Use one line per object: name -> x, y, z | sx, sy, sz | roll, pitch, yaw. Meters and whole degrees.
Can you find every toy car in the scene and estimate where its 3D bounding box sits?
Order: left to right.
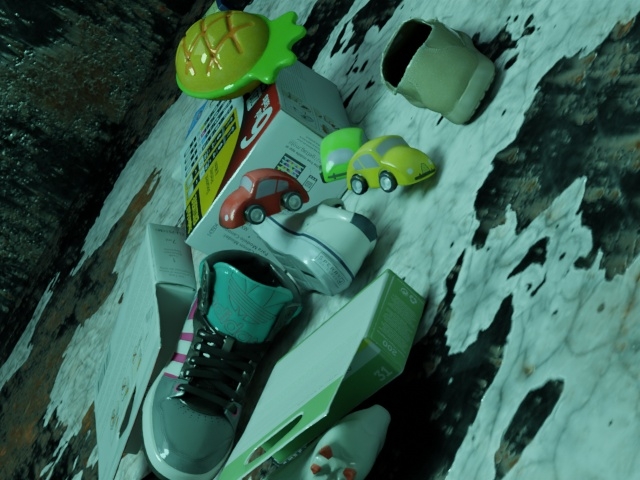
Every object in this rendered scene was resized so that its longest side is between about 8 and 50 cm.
toy car -> 0.015, -0.084, 1.676 | 0.239, 0.053, 0.225 | -13, 13, 15

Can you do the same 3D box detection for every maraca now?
maraca -> -0.099, -0.227, 1.874 | 0.186, 0.099, 0.127 | -3, 60, 35

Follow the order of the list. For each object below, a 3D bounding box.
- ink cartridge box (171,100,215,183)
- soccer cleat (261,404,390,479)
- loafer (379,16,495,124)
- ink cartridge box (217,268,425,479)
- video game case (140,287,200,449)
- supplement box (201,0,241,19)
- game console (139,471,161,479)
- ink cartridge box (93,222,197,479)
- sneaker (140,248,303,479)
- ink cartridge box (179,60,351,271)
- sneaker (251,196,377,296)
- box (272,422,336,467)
ink cartridge box -> -0.123, -0.173, 2.289 | 0.203, 0.086, 0.148 | -42, 24, 46
soccer cleat -> 0.001, 0.208, 1.355 | 0.076, 0.068, 0.196 | -41, -4, -43
loafer -> 0.111, -0.197, 1.663 | 0.102, 0.092, 0.268 | -58, 17, 4
ink cartridge box -> -0.001, 0.142, 1.370 | 0.171, 0.056, 0.235 | -41, 13, 31
video game case -> -0.186, 0.152, 2.025 | 0.201, 0.023, 0.183 | -51, 19, 23
supplement box -> -0.121, -0.252, 1.976 | 0.083, 0.083, 0.056 | -51, 18, 13
game console -> -0.195, 0.319, 1.789 | 0.107, 0.071, 0.122 | -34, 5, -29
ink cartridge box -> -0.212, 0.156, 1.864 | 0.239, 0.060, 0.275 | -106, 32, -52
sneaker -> -0.101, 0.116, 1.680 | 0.295, 0.124, 0.178 | -77, 12, -49
ink cartridge box -> -0.089, -0.077, 1.953 | 0.272, 0.130, 0.309 | -53, 18, 15
sneaker -> 0.000, 0.000, 1.683 | 0.091, 0.094, 0.258 | -42, 19, -8
box -> -0.013, 0.194, 1.475 | 0.067, 0.018, 0.083 | -61, 17, -8
